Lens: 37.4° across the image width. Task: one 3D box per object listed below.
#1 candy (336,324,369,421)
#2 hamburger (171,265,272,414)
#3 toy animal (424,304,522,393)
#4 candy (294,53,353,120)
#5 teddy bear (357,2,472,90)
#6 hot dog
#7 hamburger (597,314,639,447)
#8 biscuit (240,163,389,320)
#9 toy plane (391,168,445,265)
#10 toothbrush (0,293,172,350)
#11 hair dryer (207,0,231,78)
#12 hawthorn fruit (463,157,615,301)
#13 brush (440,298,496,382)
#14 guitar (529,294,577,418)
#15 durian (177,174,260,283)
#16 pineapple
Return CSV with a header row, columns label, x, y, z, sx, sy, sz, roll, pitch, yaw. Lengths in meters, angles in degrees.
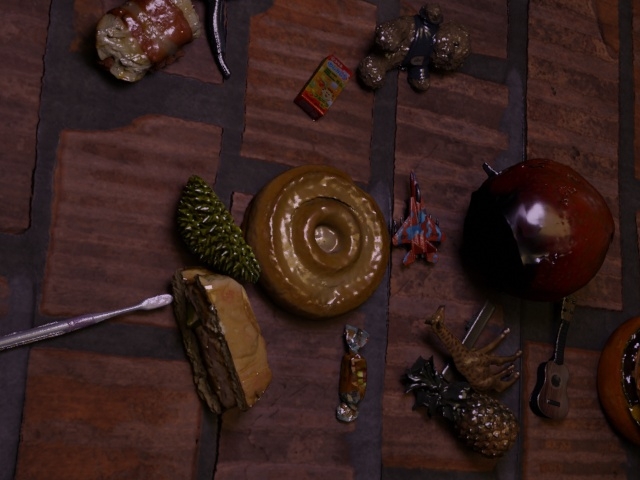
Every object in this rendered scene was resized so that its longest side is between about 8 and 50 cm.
label,x,y,z,sx,sy,sz,roll,pitch,yaw
candy,0.063,0.249,1.777,0.053,0.046,0.182,8,79,-24
hamburger,-0.170,0.161,1.641,0.131,0.124,0.262,-22,96,-47
toy animal,0.305,0.225,1.882,0.275,0.054,0.149,18,84,-32
candy,0.006,-0.300,1.852,0.062,0.038,0.122,41,65,-15
teddy bear,0.189,-0.401,1.922,0.251,0.182,0.129,-6,47,-27
hot dog,-0.310,-0.371,1.672,0.213,0.103,0.146,-36,119,-19
hamburger,0.781,0.301,2.023,0.330,0.250,0.330,6,77,-26
biscuit,0.000,0.000,1.762,0.296,0.102,0.296,6,76,-26
toy plane,0.190,-0.046,1.890,0.130,0.061,0.189,-4,78,-27
toothbrush,-0.413,0.140,1.564,0.354,0.029,0.024,-15,85,-27
hair dryer,-0.170,-0.413,1.780,0.195,0.075,0.219,-4,93,-37
hawthorn fruit,0.428,-0.014,1.884,0.316,0.316,0.316,5,78,-26
brush,0.296,0.202,1.919,0.034,0.027,0.190,42,72,-27
guitar,0.502,0.243,2.008,0.083,0.038,0.271,19,75,-24
durian,-0.186,-0.007,1.642,0.095,0.137,0.221,-38,92,-6
pineapple,0.266,0.322,1.841,0.251,0.125,0.125,39,66,-11
